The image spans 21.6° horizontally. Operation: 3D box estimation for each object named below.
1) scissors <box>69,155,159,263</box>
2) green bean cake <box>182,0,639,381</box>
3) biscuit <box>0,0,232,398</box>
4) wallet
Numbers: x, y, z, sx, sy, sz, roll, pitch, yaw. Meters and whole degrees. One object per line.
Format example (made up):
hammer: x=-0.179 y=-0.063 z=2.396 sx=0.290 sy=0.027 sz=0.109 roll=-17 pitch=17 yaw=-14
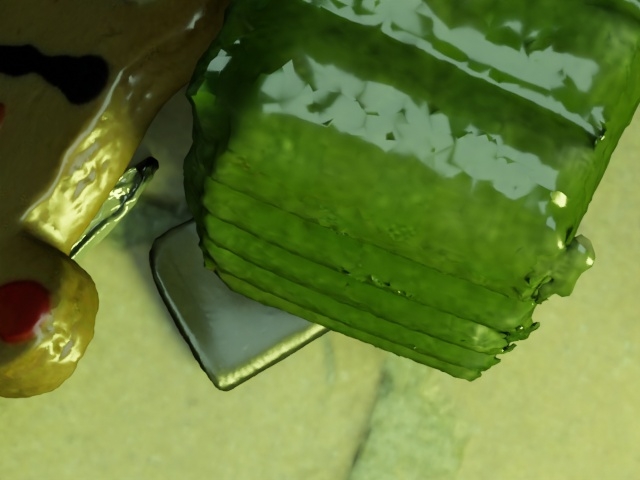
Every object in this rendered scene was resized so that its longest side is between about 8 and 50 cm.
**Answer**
scissors: x=-0.183 y=0.066 z=0.766 sx=0.300 sy=0.022 sz=0.109 roll=-43 pitch=95 yaw=-5
green bean cake: x=0.056 y=-0.088 z=0.663 sx=0.156 sy=0.247 sz=0.250 roll=22 pitch=77 yaw=4
biscuit: x=-0.145 y=-0.002 z=0.687 sx=0.049 sy=0.197 sz=0.301 roll=32 pitch=82 yaw=-34
wallet: x=0.000 y=0.000 z=0.782 sx=0.156 sy=0.018 sz=0.082 roll=-31 pitch=88 yaw=-6
